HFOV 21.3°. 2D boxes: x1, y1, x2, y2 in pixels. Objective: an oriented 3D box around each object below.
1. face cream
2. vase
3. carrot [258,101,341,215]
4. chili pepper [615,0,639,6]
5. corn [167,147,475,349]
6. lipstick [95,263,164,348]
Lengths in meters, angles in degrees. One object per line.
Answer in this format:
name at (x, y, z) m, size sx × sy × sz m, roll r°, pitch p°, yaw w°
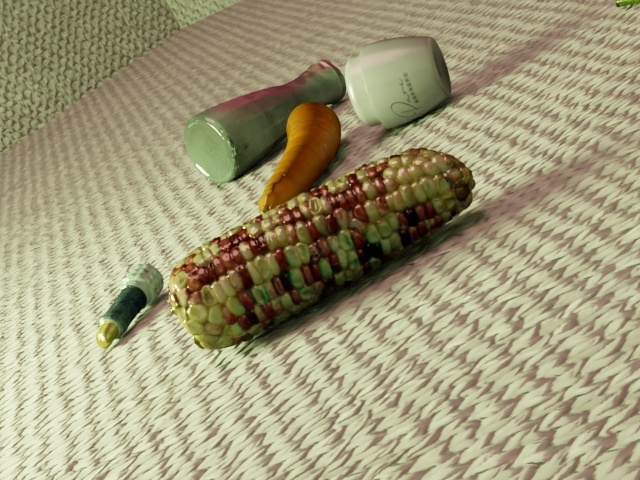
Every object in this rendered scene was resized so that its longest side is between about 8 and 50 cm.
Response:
face cream at (0.080, -0.165, 1.745) m, size 0.095 × 0.091 × 0.091 m, roll -17°, pitch 16°, yaw 17°
vase at (-0.059, -0.149, 2.015) m, size 0.214 × 0.086 × 0.086 m, roll -34°, pitch 13°, yaw -37°
carrot at (-0.016, -0.088, 1.744) m, size 0.066 × 0.062 × 0.271 m, roll 5°, pitch 23°, yaw 3°
chili pepper at (0.330, -0.250, 1.690) m, size 0.027 × 0.022 × 0.083 m, roll 3°, pitch -12°, yaw -39°
corn at (0.000, 0.000, 1.312) m, size 0.253 × 0.086 × 0.086 m, roll -29°, pitch 13°, yaw 1°
lipstick at (-0.183, 0.064, 1.573) m, size 0.037 × 0.037 × 0.116 m, roll -22°, pitch 19°, yaw 30°
